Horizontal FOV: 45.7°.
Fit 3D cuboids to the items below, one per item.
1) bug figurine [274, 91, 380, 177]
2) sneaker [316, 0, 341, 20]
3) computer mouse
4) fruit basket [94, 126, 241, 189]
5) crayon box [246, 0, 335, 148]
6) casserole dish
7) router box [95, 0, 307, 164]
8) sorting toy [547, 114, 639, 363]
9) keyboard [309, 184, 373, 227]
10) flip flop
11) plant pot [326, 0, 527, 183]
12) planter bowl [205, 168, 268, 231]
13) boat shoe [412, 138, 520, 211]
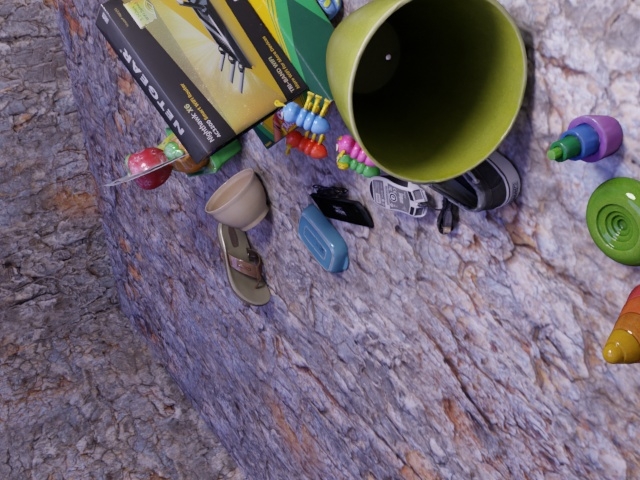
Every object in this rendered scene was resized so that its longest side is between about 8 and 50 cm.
[{"bbox_3d":[0.019,-0.181,1.398,0.216,0.072,0.279,23,174,2],"label":"bug figurine"},{"bbox_3d":[-0.030,-0.496,1.440,0.188,0.067,0.078,61,146,6],"label":"sneaker"},{"bbox_3d":[0.171,-0.082,1.397,0.193,0.042,0.106,24,136,38],"label":"computer mouse"},{"bbox_3d":[-0.407,-0.228,2.010,0.327,0.353,0.166,2,112,61],"label":"fruit basket"},{"bbox_3d":[-0.106,-0.379,1.534,0.313,0.106,0.363,54,156,-7],"label":"crayon box"},{"bbox_3d":[0.000,0.000,1.787,0.188,0.037,0.114,51,149,28],"label":"casserole dish"},{"bbox_3d":[-0.209,-0.331,1.361,0.309,0.243,0.081,54,155,-6],"label":"router box"},{"bbox_3d":[0.383,0.016,1.010,0.127,0.126,0.366,-12,100,63],"label":"sorting toy"},{"bbox_3d":[0.048,-0.084,1.658,0.192,0.038,0.100,15,146,56],"label":"keyboard"},{"bbox_3d":[-0.213,0.056,2.159,0.080,0.112,0.277,-22,84,48],"label":"flip flop"},{"bbox_3d":[0.121,-0.266,1.172,0.293,0.274,0.275,-129,28,-59],"label":"plant pot"},{"bbox_3d":[-0.205,-0.093,1.982,0.109,0.162,0.162,50,160,-23],"label":"planter bowl"},{"bbox_3d":[0.187,-0.137,1.270,0.306,0.104,0.113,46,146,36],"label":"boat shoe"}]
